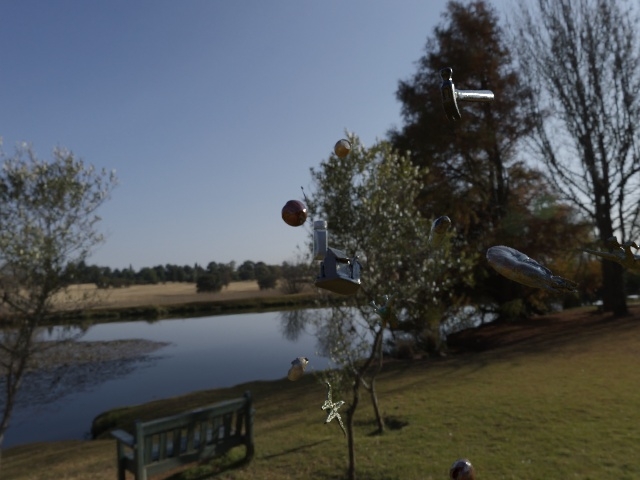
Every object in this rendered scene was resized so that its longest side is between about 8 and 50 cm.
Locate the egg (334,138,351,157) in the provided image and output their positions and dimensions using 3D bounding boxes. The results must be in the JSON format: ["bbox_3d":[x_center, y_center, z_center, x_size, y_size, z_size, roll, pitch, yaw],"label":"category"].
[{"bbox_3d":[0.101,-0.427,2.143,0.080,0.080,0.096,-3,-26,-32],"label":"egg"}]

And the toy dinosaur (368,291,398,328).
[{"bbox_3d":[0.213,0.226,1.436,0.044,0.106,0.187,-23,-5,-35],"label":"toy dinosaur"}]

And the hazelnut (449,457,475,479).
[{"bbox_3d":[0.441,0.718,1.423,0.086,0.087,0.086,-6,-5,0],"label":"hazelnut"}]

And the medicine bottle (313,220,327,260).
[{"bbox_3d":[0.000,0.000,2.200,0.069,0.183,0.119,2,-13,-7],"label":"medicine bottle"}]

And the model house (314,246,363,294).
[{"bbox_3d":[0.089,0.133,2.064,0.229,0.188,0.122,18,-25,-31],"label":"model house"}]

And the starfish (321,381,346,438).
[{"bbox_3d":[0.049,0.655,1.768,0.050,0.217,0.223,-36,-19,19],"label":"starfish"}]

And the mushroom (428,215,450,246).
[{"bbox_3d":[0.612,-0.045,2.382,0.100,0.081,0.312,-41,-18,-5],"label":"mushroom"}]

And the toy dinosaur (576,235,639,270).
[{"bbox_3d":[0.672,0.047,1.012,0.039,0.126,0.162,-47,8,-22],"label":"toy dinosaur"}]

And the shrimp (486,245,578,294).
[{"bbox_3d":[0.742,0.102,1.619,0.317,0.077,0.168,26,40,21],"label":"shrimp"}]

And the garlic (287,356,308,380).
[{"bbox_3d":[-0.103,0.576,2.016,0.066,0.152,0.084,40,13,27],"label":"garlic"}]

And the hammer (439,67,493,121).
[{"bbox_3d":[0.536,-0.522,1.647,0.044,0.169,0.439,-1,13,38],"label":"hammer"}]

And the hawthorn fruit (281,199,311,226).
[{"bbox_3d":[-0.138,-0.144,2.468,0.149,0.149,0.189,-5,12,-13],"label":"hawthorn fruit"}]

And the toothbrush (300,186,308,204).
[{"bbox_3d":[-0.059,-0.171,1.751,0.008,0.097,0.006,4,-39,-32],"label":"toothbrush"}]
